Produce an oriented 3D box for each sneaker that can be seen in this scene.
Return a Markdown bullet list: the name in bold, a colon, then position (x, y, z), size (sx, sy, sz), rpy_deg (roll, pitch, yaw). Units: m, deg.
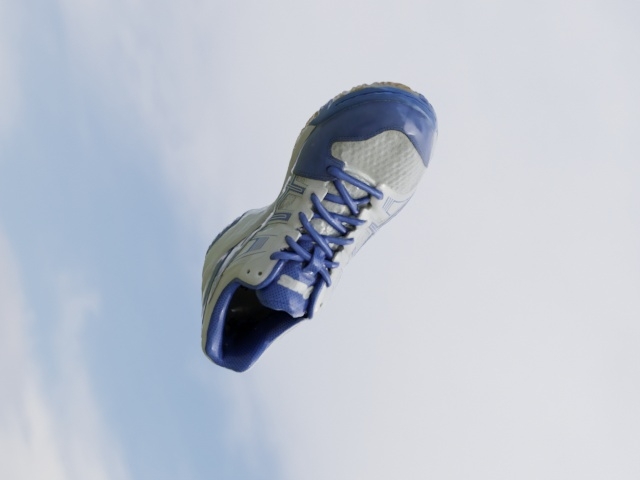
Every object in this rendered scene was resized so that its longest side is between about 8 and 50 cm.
- **sneaker**: position (0.000, 0.000, 1.478), size (0.296, 0.112, 0.131), rpy_deg (-51, -159, 37)
